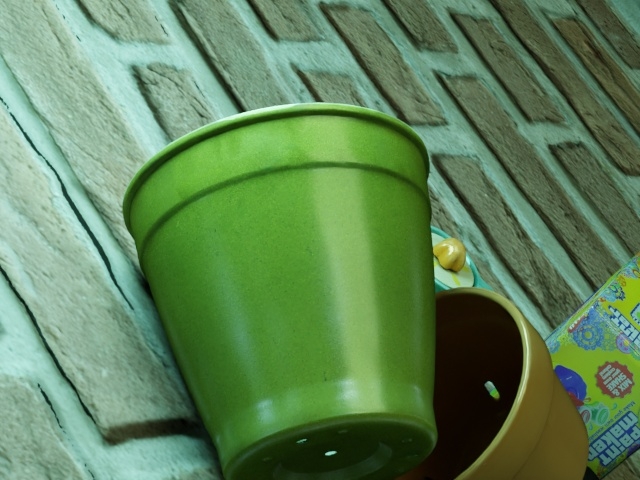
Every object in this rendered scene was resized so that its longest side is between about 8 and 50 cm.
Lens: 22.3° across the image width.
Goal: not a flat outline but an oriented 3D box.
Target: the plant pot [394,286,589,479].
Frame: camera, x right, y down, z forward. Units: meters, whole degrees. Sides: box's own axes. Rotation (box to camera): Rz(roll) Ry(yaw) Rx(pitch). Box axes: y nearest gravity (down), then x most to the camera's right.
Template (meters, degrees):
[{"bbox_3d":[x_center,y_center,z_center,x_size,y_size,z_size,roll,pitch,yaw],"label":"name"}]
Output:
[{"bbox_3d":[0.186,0.228,1.938,0.203,0.291,0.291,38,28,-34],"label":"plant pot"}]

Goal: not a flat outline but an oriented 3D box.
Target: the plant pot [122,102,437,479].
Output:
[{"bbox_3d":[-0.021,0.093,1.826,0.366,0.366,0.353,15,53,-40],"label":"plant pot"}]

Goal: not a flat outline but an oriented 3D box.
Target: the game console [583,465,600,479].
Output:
[{"bbox_3d":[0.360,0.492,1.902,0.342,0.060,0.386,60,26,-15],"label":"game console"}]

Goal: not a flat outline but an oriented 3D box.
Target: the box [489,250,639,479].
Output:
[{"bbox_3d":[0.365,0.194,2.161,0.177,0.290,0.279,46,29,6],"label":"box"}]

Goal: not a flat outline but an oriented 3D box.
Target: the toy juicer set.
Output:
[{"bbox_3d":[0.155,0.042,2.305,0.329,0.089,0.209,51,31,12],"label":"toy juicer set"}]
